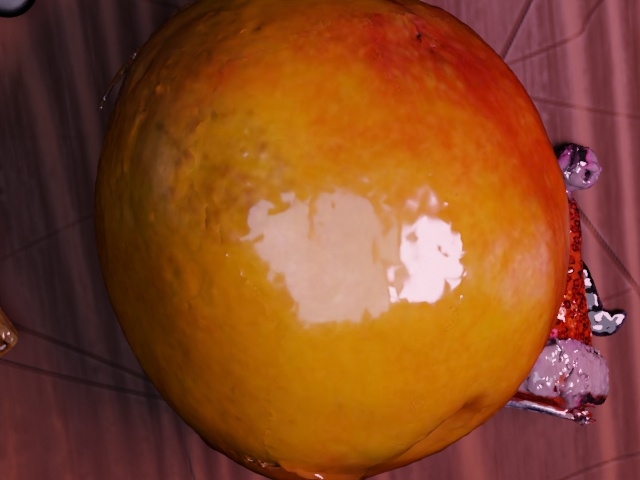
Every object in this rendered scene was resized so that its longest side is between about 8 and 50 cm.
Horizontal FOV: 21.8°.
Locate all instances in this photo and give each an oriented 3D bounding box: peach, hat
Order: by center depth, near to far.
[{"bbox_3d":[0.000,0.000,1.187,0.372,0.290,0.373,0,99,-2],"label":"peach"},{"bbox_3d":[0.171,0.033,1.307,0.140,0.129,0.227,10,85,17],"label":"hat"}]

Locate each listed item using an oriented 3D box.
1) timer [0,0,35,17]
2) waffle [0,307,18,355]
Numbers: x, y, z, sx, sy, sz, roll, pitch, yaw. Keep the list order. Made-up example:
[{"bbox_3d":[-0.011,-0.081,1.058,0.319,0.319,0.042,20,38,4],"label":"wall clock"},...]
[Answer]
[{"bbox_3d":[-0.302,-0.251,1.254,0.187,0.055,0.144,9,102,-2],"label":"timer"},{"bbox_3d":[-0.327,0.079,1.334,0.148,0.042,0.102,-34,99,7],"label":"waffle"}]
